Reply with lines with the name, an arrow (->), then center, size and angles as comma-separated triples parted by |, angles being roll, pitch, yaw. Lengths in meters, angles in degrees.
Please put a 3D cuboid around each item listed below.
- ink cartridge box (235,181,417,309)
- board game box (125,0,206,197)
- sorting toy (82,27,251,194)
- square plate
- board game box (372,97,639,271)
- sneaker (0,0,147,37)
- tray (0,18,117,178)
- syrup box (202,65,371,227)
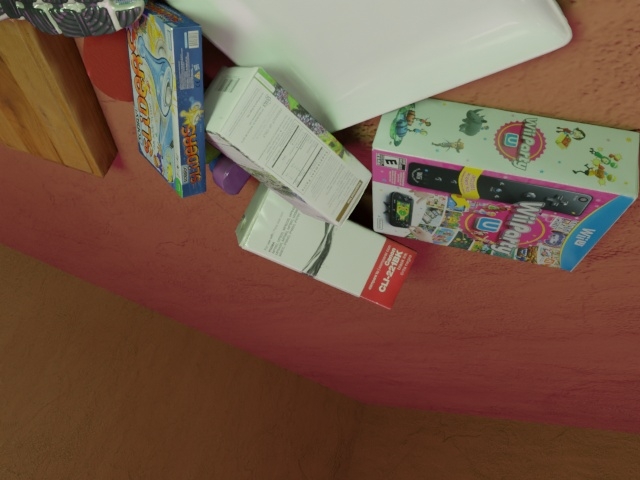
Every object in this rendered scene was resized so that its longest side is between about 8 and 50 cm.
ink cartridge box -> 0.000, 0.000, 0.900 | 0.273, 0.114, 0.197 | 23, -176, -14
board game box -> -0.185, -0.170, 0.611 | 0.136, 0.035, 0.201 | 41, 138, 37
sorting toy -> -0.227, -0.204, 0.765 | 0.126, 0.127, 0.365 | 38, 172, 33
square plate -> 0.009, -0.261, 0.506 | 0.347, 0.049, 0.344 | -10, 144, 45
board game box -> 0.229, -0.072, 0.706 | 0.303, 0.097, 0.224 | 12, 156, 12
sneaker -> -0.299, -0.299, 0.557 | 0.275, 0.110, 0.107 | 17, 138, 19
tray -> -0.478, -0.255, 0.817 | 0.203, 0.076, 0.411 | 18, 155, -1
syrup box -> -0.046, -0.118, 0.682 | 0.237, 0.096, 0.093 | 35, 174, -41
